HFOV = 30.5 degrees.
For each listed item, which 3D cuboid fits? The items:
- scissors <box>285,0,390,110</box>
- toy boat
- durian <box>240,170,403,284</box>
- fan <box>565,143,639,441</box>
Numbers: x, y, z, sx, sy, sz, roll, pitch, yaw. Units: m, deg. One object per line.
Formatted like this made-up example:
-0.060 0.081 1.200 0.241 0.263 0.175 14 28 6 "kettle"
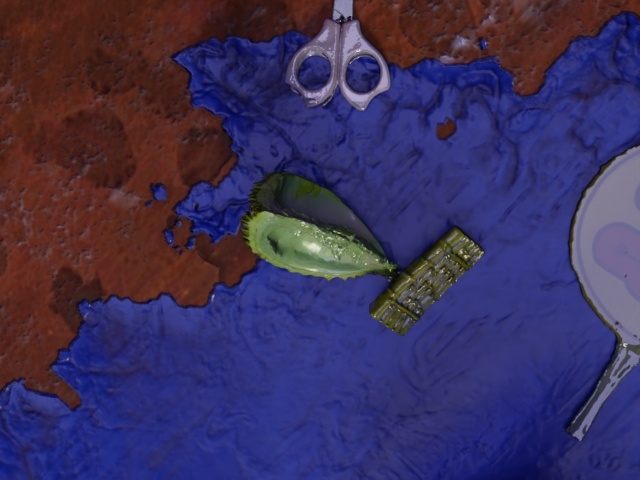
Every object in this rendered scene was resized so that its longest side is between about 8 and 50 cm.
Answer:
0.021 -0.218 1.107 0.100 0.015 0.189 4 92 4 "scissors"
0.100 0.038 1.093 0.115 0.063 0.016 -45 51 8 "toy boat"
0.000 0.000 1.074 0.215 0.100 0.086 24 97 -41 "durian"
0.324 0.043 1.095 0.230 0.011 0.335 33 95 3 "fan"
